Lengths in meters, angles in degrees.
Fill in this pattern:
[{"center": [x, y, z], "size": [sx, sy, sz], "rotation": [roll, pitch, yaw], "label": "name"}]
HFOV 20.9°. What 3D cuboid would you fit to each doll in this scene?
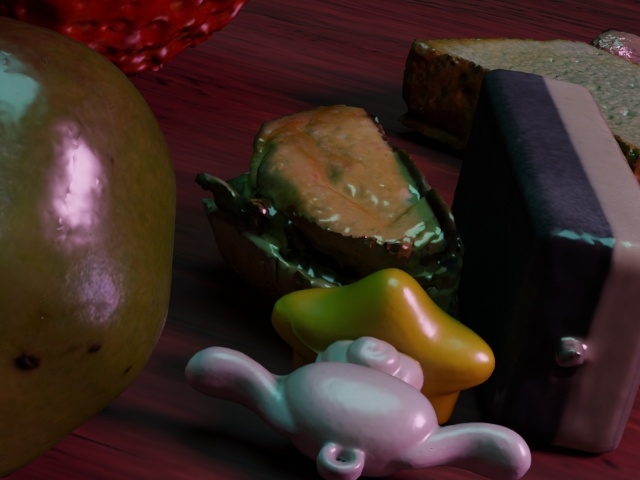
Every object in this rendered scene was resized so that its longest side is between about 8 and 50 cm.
[{"center": [0.027, 0.062, 0.714], "size": [0.135, 0.071, 0.113], "rotation": [28, 34, 26], "label": "doll"}]

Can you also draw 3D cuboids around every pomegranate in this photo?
[{"center": [-0.128, 0.009, 0.645], "size": [0.180, 0.180, 0.209], "rotation": [23, -9, 27], "label": "pomegranate"}]

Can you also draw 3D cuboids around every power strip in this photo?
[{"center": [0.111, 0.004, 0.844], "size": [0.070, 0.105, 0.257], "rotation": [10, 22, -4], "label": "power strip"}]

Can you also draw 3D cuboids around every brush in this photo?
[{"center": [0.341, -0.150, 1.459], "size": [0.299, 0.039, 0.042], "rotation": [-1, 23, -33], "label": "brush"}]

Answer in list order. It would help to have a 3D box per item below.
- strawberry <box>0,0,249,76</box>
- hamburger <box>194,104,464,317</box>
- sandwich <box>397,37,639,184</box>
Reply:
[{"center": [-0.125, -0.227, 1.114], "size": [0.277, 0.257, 0.257], "rotation": [-11, 29, -23], "label": "strawberry"}, {"center": [-0.007, -0.002, 0.838], "size": [0.102, 0.087, 0.176], "rotation": [-7, 32, -16], "label": "hamburger"}, {"center": [0.181, -0.069, 1.125], "size": [0.186, 0.065, 0.214], "rotation": [-6, 27, -38], "label": "sandwich"}]
